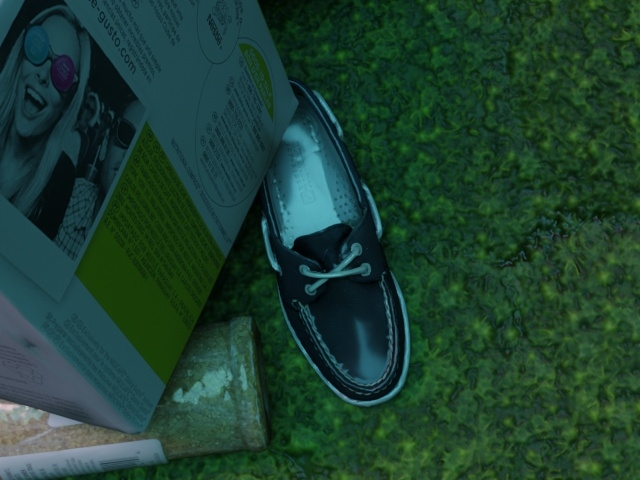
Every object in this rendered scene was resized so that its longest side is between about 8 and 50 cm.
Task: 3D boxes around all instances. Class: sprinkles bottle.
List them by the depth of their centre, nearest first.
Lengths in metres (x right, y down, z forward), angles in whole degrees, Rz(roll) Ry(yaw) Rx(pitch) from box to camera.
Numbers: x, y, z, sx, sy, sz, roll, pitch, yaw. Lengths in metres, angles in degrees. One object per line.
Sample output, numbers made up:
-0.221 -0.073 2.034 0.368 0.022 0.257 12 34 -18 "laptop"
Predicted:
-0.223 0.144 0.899 0.355 0.121 0.121 -8 77 0 "sprinkles bottle"

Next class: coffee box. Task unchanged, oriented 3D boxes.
-0.260 -0.106 0.774 0.337 0.338 0.334 10 61 24 "coffee box"

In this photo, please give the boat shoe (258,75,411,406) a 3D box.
0.000 0.000 0.935 0.114 0.091 0.303 -22 77 0 "boat shoe"
